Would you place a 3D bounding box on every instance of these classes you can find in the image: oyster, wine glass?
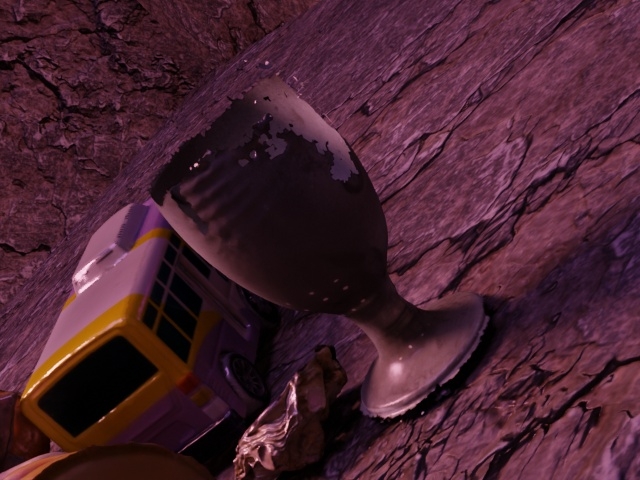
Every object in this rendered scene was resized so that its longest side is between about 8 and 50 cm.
[{"bbox_3d":[-0.029,0.208,1.397,0.191,0.081,0.163,-54,-12,19],"label":"oyster"},{"bbox_3d":[-0.002,0.005,1.306,0.190,0.357,0.190,-38,16,13],"label":"wine glass"}]

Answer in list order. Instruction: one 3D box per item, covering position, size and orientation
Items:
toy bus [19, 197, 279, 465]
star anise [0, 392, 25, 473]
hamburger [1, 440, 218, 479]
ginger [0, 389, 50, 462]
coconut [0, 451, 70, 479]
[{"bbox_3d":[-0.214,0.115,1.716,0.209,0.249,0.440,-38,17,19],"label":"toy bus"},{"bbox_3d":[-0.451,0.289,1.547,0.315,0.108,0.315,-45,-14,-15],"label":"star anise"},{"bbox_3d":[-0.207,0.341,1.204,0.186,0.261,0.302,-30,62,55],"label":"hamburger"},{"bbox_3d":[-0.565,0.399,2.010,0.418,0.176,0.254,-40,24,22],"label":"ginger"},{"bbox_3d":[-0.322,0.351,1.463,0.234,0.224,0.224,-25,24,35],"label":"coconut"}]
